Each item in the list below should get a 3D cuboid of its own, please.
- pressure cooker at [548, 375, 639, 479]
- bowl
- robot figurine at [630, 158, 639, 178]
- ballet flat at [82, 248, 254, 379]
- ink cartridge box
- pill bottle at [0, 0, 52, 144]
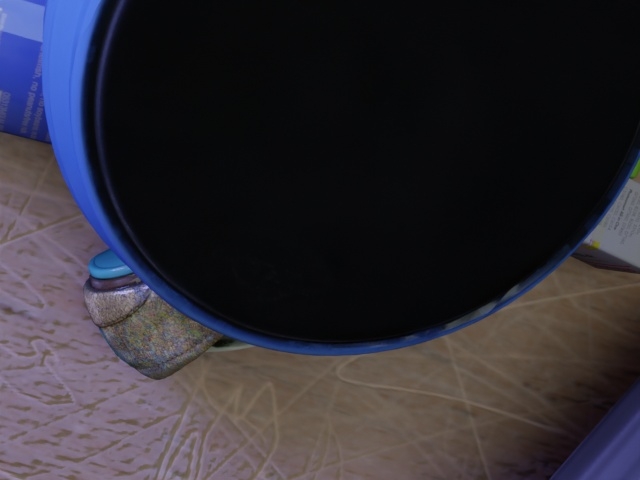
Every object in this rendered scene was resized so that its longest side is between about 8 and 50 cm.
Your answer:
[{"bbox_3d":[0.302,0.294,0.876,0.420,0.370,0.375,-46,112,-7],"label":"pressure cooker"},{"bbox_3d":[0.031,-0.097,0.758,0.391,0.077,0.391,-8,122,-13],"label":"bowl"},{"bbox_3d":[0.244,-0.107,0.997,0.101,0.067,0.115,15,89,-6],"label":"robot figurine"},{"bbox_3d":[0.000,0.000,0.924,0.349,0.123,0.123,-25,98,-8],"label":"ballet flat"},{"bbox_3d":[0.205,-0.022,0.972,0.181,0.104,0.061,23,87,-13],"label":"ink cartridge box"},{"bbox_3d":[-0.137,-0.131,0.861,0.272,0.152,0.152,13,89,-14],"label":"pill bottle"}]
